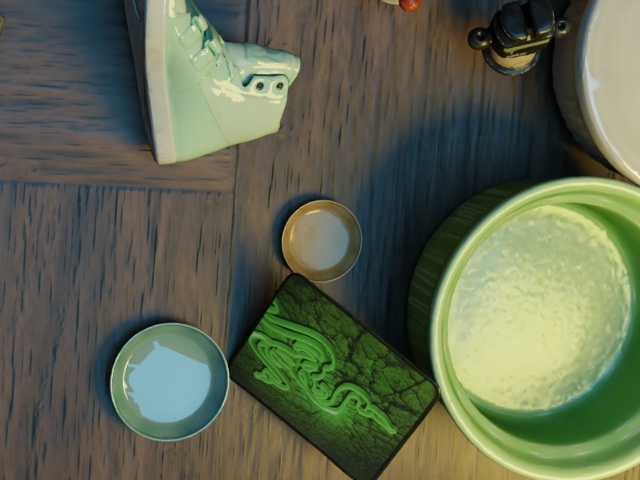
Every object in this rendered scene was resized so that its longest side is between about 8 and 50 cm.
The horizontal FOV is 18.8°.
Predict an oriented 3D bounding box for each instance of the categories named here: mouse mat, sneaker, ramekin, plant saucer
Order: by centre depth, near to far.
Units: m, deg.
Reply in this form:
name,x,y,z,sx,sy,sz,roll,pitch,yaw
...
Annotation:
name,x,y,z,sx,sy,sz,roll,pitch,yaw
sneaker,-0.099,-0.194,1.806,0.151,0.094,0.256,-13,133,-11
mouse mat,0.010,0.137,1.884,0.190,0.007,0.152,39,122,9
plant saucer,-0.150,0.138,1.910,0.119,0.021,0.119,-2,98,-14
ramekin,0.357,-0.176,1.933,0.273,0.127,0.273,-1,93,-18
plant saucer,0.000,0.000,1.933,0.083,0.015,0.083,-2,99,-15
ramekin,0.233,0.079,1.936,0.303,0.148,0.303,-2,98,-14

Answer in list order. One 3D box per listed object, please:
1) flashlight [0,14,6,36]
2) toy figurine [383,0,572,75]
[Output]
name,x,y,z,sx,sy,sz,roll,pitch,yaw
flashlight,-0.381,-0.081,1.777,0.103,0.103,0.304,26,91,-15
toy figurine,0.167,-0.286,1.857,0.213,0.148,0.209,30,84,3
